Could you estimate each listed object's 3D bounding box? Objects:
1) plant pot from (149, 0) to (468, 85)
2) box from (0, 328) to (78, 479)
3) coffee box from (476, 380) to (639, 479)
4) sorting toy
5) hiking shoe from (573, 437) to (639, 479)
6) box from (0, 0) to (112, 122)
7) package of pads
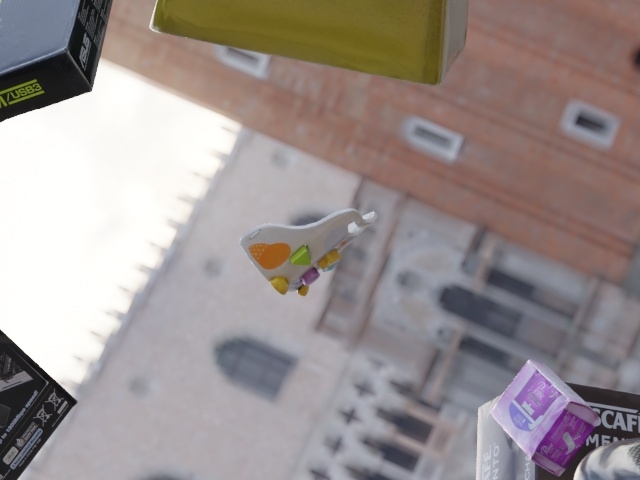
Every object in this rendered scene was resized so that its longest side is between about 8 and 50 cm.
[{"bbox_3d":[0.011,-0.240,1.440,0.212,0.212,0.187,-56,-24,-73],"label":"plant pot"},{"bbox_3d":[-0.317,0.141,1.127,0.307,0.076,0.242,-54,-46,-15],"label":"box"},{"bbox_3d":[0.288,0.229,1.656,0.119,0.297,0.168,139,139,-63],"label":"coffee box"},{"bbox_3d":[0.000,0.000,1.285,0.075,0.045,0.083,-32,-12,16],"label":"sorting toy"},{"bbox_3d":[0.150,0.016,0.453,0.227,0.114,0.086,-22,-2,34],"label":"hiking shoe"},{"bbox_3d":[-0.239,-0.150,1.407,0.045,0.184,0.190,57,-155,-35],"label":"box"},{"bbox_3d":[0.147,0.115,1.281,0.050,0.032,0.083,-56,22,6],"label":"package of pads"}]
